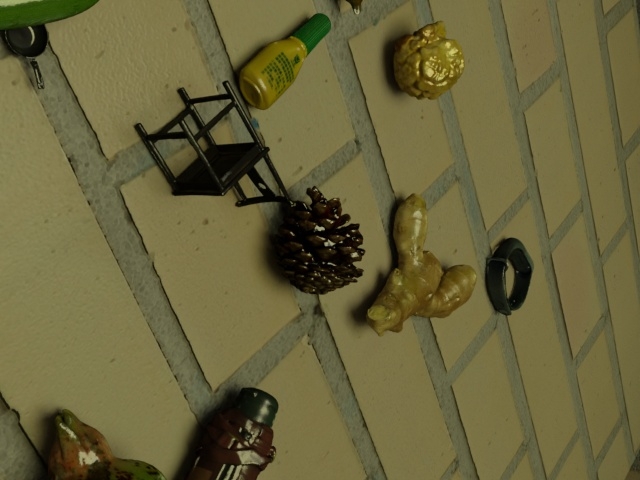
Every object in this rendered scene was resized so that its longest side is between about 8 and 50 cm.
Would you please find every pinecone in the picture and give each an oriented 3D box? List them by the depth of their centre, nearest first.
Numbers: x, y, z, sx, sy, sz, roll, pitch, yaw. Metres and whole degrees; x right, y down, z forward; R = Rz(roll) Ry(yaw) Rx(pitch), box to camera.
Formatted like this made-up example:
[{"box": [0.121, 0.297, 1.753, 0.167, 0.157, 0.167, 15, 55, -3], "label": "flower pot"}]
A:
[{"box": [0.001, 0.004, 1.543, 0.184, 0.179, 0.204, 59, 33, -61], "label": "pinecone"}]

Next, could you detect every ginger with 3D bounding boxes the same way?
[{"box": [0.235, 0.125, 1.869, 0.348, 0.122, 0.363, -58, 138, -23], "label": "ginger"}]

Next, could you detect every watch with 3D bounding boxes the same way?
[{"box": [0.554, 0.103, 2.239, 0.206, 0.068, 0.193, 53, 56, -39], "label": "watch"}]

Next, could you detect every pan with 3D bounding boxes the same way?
[{"box": [-0.433, -0.280, 1.132, 0.068, 0.023, 0.115, -23, 108, -45], "label": "pan"}]

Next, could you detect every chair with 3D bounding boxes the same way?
[{"box": [-0.179, -0.132, 1.342, 0.141, 0.154, 0.260, -49, 125, -32], "label": "chair"}]

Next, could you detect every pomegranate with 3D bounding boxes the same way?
[{"box": [-0.363, 0.413, 1.199, 0.204, 0.276, 0.222, -51, 166, 20], "label": "pomegranate"}]

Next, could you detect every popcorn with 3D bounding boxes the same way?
[{"box": [0.250, -0.416, 1.775, 0.180, 0.180, 0.170, 19, 38, -47], "label": "popcorn"}]

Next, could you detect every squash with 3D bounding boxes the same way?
[{"box": [-0.432, -0.335, 1.060, 0.292, 0.082, 0.082, -21, 110, -32], "label": "squash"}]

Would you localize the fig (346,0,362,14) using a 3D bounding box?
[{"box": [0.070, -0.551, 1.600, 0.109, 0.103, 0.155, -17, 100, -22], "label": "fig"}]

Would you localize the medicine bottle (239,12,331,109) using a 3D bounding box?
[{"box": [-0.062, -0.362, 1.502, 0.260, 0.064, 0.095, -51, 130, -30], "label": "medicine bottle"}]

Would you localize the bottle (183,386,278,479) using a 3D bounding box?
[{"box": [-0.159, 0.410, 1.431, 0.156, 0.143, 0.271, 48, 59, -40], "label": "bottle"}]
